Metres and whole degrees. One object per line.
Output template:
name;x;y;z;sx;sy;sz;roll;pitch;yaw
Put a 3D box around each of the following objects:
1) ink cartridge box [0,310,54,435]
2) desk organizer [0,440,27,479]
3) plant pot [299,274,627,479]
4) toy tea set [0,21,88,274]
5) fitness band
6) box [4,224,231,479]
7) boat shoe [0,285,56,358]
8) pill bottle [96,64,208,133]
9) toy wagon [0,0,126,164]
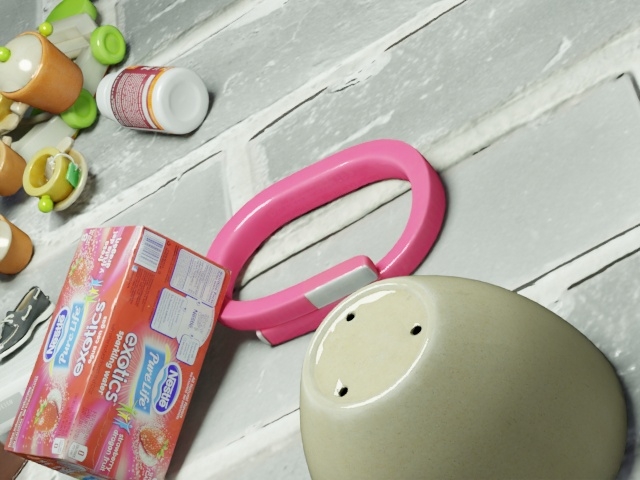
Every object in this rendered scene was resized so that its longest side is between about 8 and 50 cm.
ink cartridge box;-0.295;0.123;1.857;0.181;0.056;0.224;-29;15;19
desk organizer;-0.395;0.281;1.792;0.047;0.050;0.130;17;67;50
plant pot;0.091;0.138;1.358;0.284;0.191;0.284;-25;39;23
toy tea set;-0.410;-0.124;2.077;0.200;0.124;0.336;-26;56;27
fitness band;0.000;0.000;1.702;0.291;0.054;0.209;-24;38;24
box;-0.209;0.124;1.661;0.123;0.128;0.257;-2;65;50
boat shoe;-0.361;0.098;1.901;0.046;0.038;0.125;-24;18;37
pill bottle;-0.221;-0.183;2.057;0.152;0.086;0.086;9;61;47
toy wagon;-0.393;-0.240;2.293;0.267;0.068;0.344;-8;48;38
